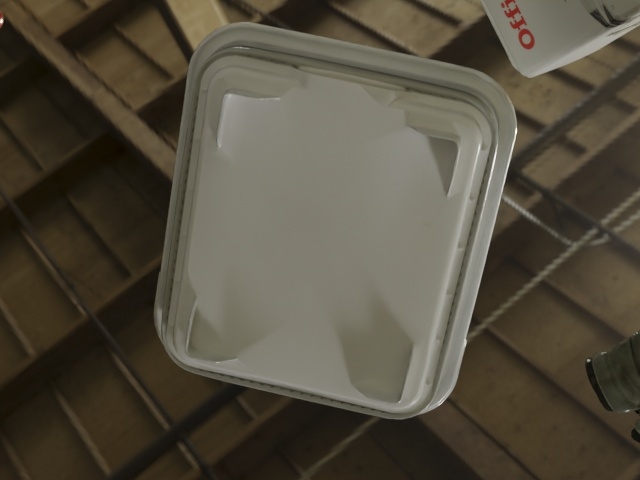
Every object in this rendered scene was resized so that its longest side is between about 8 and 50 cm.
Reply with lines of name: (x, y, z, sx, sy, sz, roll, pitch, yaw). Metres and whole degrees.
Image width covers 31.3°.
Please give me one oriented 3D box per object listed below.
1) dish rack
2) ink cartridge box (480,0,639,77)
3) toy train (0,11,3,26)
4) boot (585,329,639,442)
dish rack: (0.000, 0.000, 0.977, 0.285, 0.333, 0.072, 13, -159, 5)
ink cartridge box: (0.244, -0.284, 0.937, 0.115, 0.198, 0.273, -24, 177, -37)
toy train: (-0.332, -0.228, 0.935, 0.143, 0.105, 0.248, 3, -169, -5)
boot: (0.353, 0.135, 0.948, 0.161, 0.246, 0.083, -49, -175, 29)
